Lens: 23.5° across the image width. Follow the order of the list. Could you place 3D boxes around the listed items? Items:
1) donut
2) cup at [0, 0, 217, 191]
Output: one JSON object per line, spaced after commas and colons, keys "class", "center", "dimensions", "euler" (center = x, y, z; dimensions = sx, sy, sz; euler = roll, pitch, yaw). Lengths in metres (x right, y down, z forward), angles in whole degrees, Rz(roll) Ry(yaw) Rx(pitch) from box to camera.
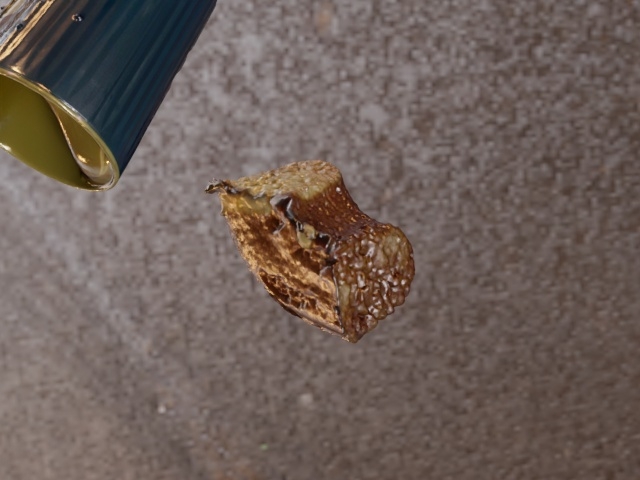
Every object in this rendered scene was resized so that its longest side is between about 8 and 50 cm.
{"class": "donut", "center": [-0.006, 0.000, 1.542], "dimensions": [0.186, 0.126, 0.144], "euler": [24, 133, 46]}
{"class": "cup", "center": [-0.166, -0.133, 1.045], "dimensions": [0.176, 0.131, 0.155], "euler": [6, 57, 48]}
